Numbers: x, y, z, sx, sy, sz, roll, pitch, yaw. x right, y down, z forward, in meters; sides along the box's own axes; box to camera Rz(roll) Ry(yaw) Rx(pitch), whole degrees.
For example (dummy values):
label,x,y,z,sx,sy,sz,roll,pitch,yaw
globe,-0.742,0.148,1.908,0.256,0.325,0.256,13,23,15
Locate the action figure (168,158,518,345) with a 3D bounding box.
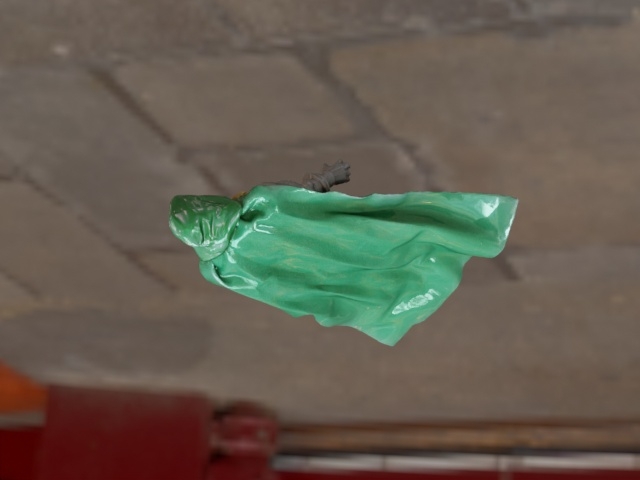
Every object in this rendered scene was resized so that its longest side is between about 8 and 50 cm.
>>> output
label,x,y,z,sx,sy,sz,roll,pitch,yaw
action figure,0.000,0.000,1.188,0.232,0.063,0.137,9,125,-45
